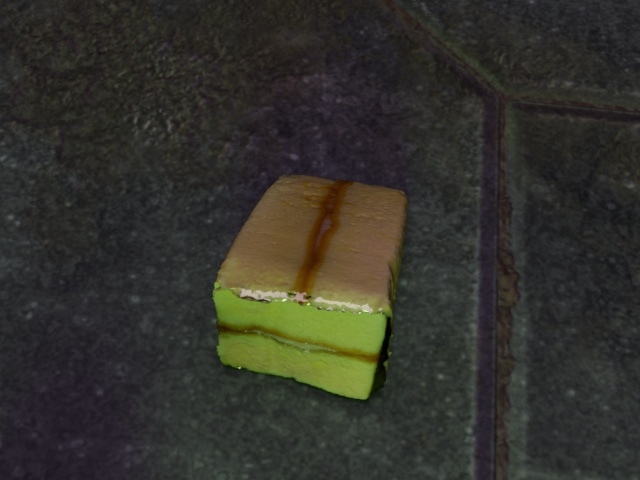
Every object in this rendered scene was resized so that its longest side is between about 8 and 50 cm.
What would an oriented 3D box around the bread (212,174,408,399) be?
[{"bbox_3d":[0.001,-0.002,1.036,0.168,0.163,0.264,8,56,4],"label":"bread"}]
